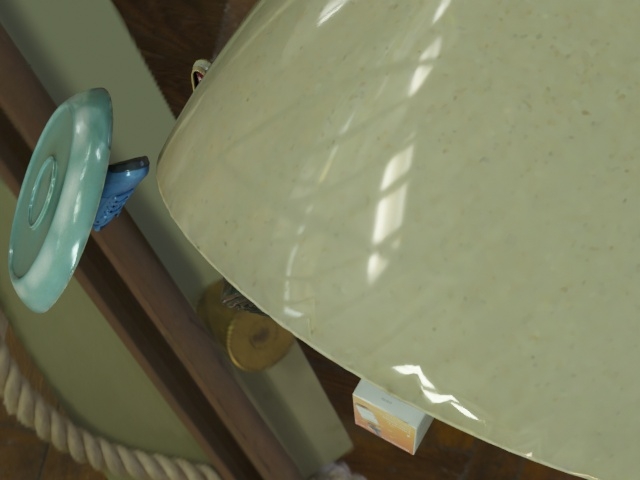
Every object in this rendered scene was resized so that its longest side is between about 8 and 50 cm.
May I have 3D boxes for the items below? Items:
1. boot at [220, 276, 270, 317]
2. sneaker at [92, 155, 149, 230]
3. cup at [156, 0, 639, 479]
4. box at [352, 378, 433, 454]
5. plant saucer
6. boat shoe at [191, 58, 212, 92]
[{"bbox_3d":[0.002,-0.001,1.542,0.348,0.131,0.260,20,63,-36],"label":"boot"},{"bbox_3d":[-0.287,-0.062,1.364,0.069,0.209,0.082,-17,91,-39],"label":"sneaker"},{"bbox_3d":[0.118,-0.079,0.471,0.331,0.331,0.237,18,111,-18],"label":"cup"},{"bbox_3d":[0.136,0.300,1.801,0.130,0.170,0.091,26,66,17],"label":"box"},{"bbox_3d":[-0.359,-0.060,1.335,0.044,0.317,0.317,17,95,-29],"label":"plant saucer"},{"bbox_3d":[-0.211,-0.265,1.829,0.050,0.045,0.135,-5,122,20],"label":"boat shoe"}]
